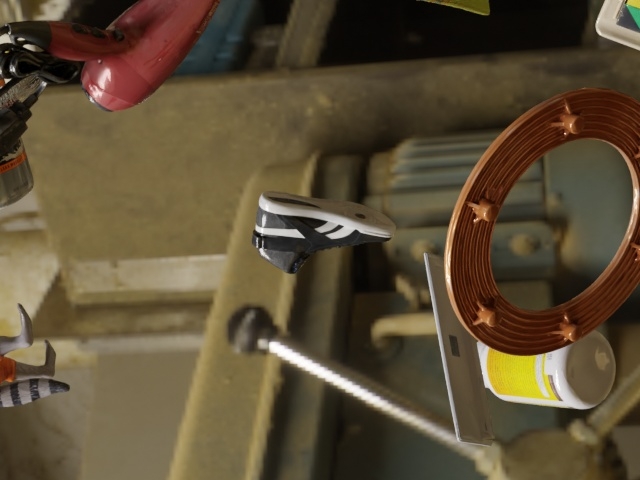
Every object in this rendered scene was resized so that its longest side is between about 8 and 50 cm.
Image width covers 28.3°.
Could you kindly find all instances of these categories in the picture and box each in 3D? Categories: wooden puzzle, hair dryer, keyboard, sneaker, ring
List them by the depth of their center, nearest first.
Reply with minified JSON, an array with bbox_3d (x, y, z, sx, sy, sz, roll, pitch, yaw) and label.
[{"bbox_3d":[-0.209,-0.178,1.226,0.080,0.293,0.223,54,165,4],"label":"hair dryer"},{"bbox_3d":[0.290,-0.013,1.478,0.032,0.336,0.337,37,144,50],"label":"ring"},{"bbox_3d":[0.177,0.138,1.639,0.072,0.014,0.256,13,-121,-40],"label":"keyboard"},{"bbox_3d":[0.000,0.000,1.969,0.079,0.216,0.121,-96,19,-66],"label":"sneaker"},{"bbox_3d":[0.616,-0.417,2.212,0.239,0.220,0.044,104,-170,-48],"label":"wooden puzzle"}]

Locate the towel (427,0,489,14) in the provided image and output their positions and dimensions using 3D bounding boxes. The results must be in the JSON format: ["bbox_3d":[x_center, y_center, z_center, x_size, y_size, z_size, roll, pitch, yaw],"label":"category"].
[{"bbox_3d":[0.170,-0.360,1.693,0.237,0.021,0.102,-7,-90,-61],"label":"towel"}]

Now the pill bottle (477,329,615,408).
[{"bbox_3d":[0.322,0.184,1.873,0.215,0.117,0.117,-4,86,57],"label":"pill bottle"}]

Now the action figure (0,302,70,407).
[{"bbox_3d":[-0.564,0.227,1.902,0.179,0.330,0.341,59,170,6],"label":"action figure"}]

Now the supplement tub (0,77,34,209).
[{"bbox_3d":[-0.414,-0.133,1.481,0.117,0.117,0.190,-69,-31,-64],"label":"supplement tub"}]
